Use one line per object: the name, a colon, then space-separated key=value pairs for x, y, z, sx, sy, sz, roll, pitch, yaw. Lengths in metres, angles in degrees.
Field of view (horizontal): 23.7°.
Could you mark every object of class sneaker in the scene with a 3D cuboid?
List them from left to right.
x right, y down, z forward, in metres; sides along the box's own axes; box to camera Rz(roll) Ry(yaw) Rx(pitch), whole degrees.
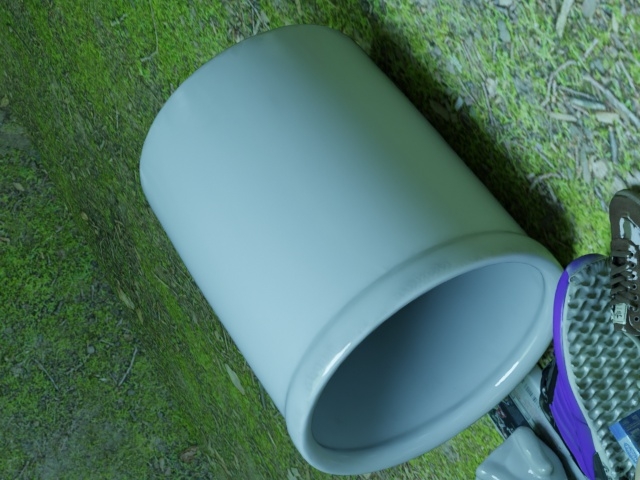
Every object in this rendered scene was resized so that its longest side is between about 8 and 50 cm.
sneaker: x=0.263 y=0.136 z=1.514 sx=0.146 sy=0.102 sz=0.293 roll=32 pitch=144 yaw=58
sneaker: x=0.292 y=0.049 z=1.369 sx=0.188 sy=0.071 sz=0.066 roll=66 pitch=161 yaw=-9

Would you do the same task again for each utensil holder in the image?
utensil holder: x=0.025 y=0.000 z=1.635 sx=0.385 sy=0.328 sz=0.327 roll=55 pitch=160 yaw=32

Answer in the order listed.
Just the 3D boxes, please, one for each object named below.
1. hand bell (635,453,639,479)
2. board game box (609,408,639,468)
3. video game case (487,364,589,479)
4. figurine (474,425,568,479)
hand bell: x=0.390 y=0.194 z=1.298 sx=0.126 sy=0.126 sz=0.242 roll=61 pitch=150 yaw=5
board game box: x=0.330 y=0.193 z=1.430 sx=0.090 sy=0.090 sz=0.020 roll=58 pitch=148 yaw=13
video game case: x=0.264 y=0.234 z=1.768 sx=0.190 sy=0.022 sz=0.173 roll=56 pitch=160 yaw=17
figurine: x=0.276 y=0.343 z=1.740 sx=0.209 sy=0.092 sz=0.215 roll=41 pitch=152 yaw=29
